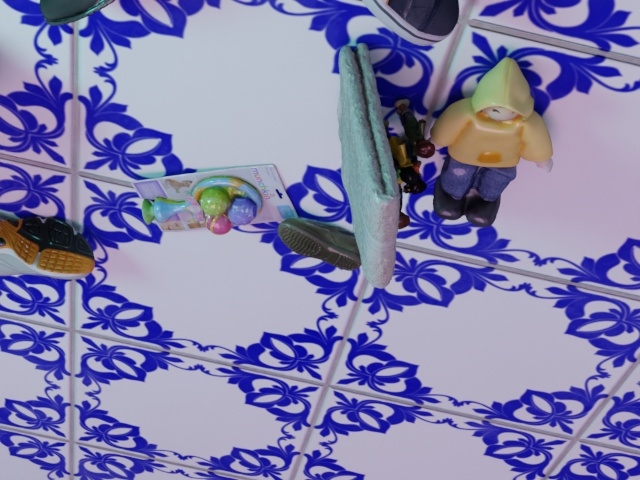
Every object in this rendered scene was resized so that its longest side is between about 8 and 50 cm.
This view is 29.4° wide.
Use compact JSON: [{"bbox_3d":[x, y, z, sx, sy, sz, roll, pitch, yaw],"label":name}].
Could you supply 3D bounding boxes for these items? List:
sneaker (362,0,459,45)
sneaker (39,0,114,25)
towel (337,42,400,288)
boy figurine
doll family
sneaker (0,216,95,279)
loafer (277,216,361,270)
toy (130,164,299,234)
[{"bbox_3d":[0.086,-0.349,1.370,0.127,0.126,0.321,-14,137,38],"label":"sneaker"},{"bbox_3d":[-0.249,-0.372,1.453,0.330,0.122,0.146,-22,115,40],"label":"sneaker"},{"bbox_3d":[0.058,-0.102,1.592,0.049,0.282,0.187,-7,144,-4],"label":"towel"},{"bbox_3d":[0.237,-0.133,1.662,0.177,0.092,0.285,14,147,-1],"label":"boy figurine"},{"bbox_3d":[0.113,-0.099,1.703,0.076,0.111,0.193,-20,147,-10],"label":"doll family"},{"bbox_3d":[-0.503,0.019,2.066,0.262,0.099,0.121,15,152,7],"label":"sneaker"},{"bbox_3d":[0.000,0.000,1.936,0.148,0.050,0.056,27,139,-17],"label":"loafer"},{"bbox_3d":[-0.168,-0.047,1.908,0.237,0.056,0.137,-3,144,18],"label":"toy"}]
